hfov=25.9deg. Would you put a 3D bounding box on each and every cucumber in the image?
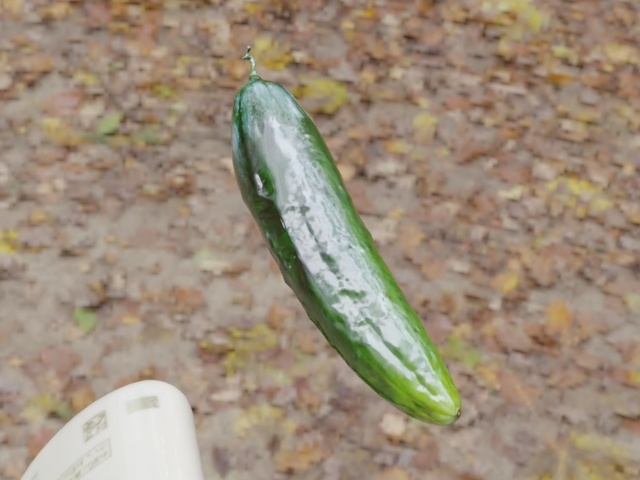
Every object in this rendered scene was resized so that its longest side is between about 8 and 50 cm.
[{"bbox_3d":[0.000,0.000,0.514,0.039,0.039,0.168,-18,68,-31],"label":"cucumber"}]

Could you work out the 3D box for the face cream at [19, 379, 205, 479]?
[{"bbox_3d":[-0.090,0.226,0.600,0.081,0.173,0.348,24,24,-26],"label":"face cream"}]
